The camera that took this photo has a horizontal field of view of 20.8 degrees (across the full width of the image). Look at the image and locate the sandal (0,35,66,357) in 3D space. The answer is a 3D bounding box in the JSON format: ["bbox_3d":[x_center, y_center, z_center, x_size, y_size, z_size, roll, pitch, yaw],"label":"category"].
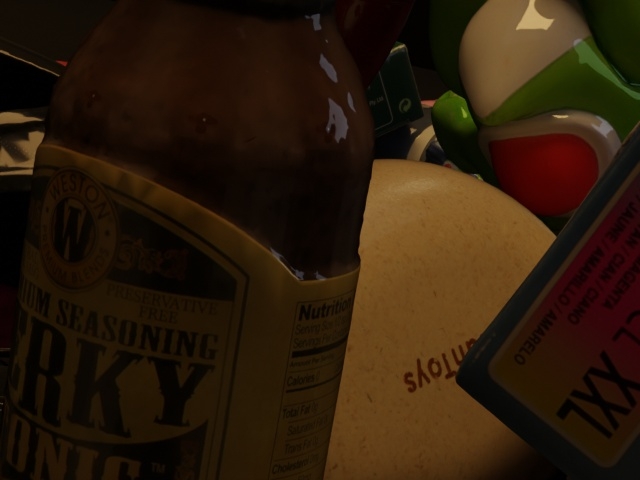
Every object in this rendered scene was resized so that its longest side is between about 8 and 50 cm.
[{"bbox_3d":[-0.138,-0.002,0.907,0.446,0.167,0.107,18,24,0],"label":"sandal"}]

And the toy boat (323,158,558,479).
[{"bbox_3d":[0.000,0.000,0.817,0.267,0.318,0.148,-13,-4,-43],"label":"toy boat"}]

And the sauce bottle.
[{"bbox_3d":[-0.043,0.011,0.562,0.111,0.344,0.111,8,11,-2],"label":"sauce bottle"}]

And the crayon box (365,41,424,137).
[{"bbox_3d":[-0.063,-0.156,1.788,0.203,0.083,0.323,-26,24,-18],"label":"crayon box"}]

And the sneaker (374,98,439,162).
[{"bbox_3d":[0.105,-0.112,1.862,0.131,0.112,0.319,15,12,18],"label":"sneaker"}]

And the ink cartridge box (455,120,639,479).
[{"bbox_3d":[0.279,0.103,0.677,0.395,0.151,0.270,38,19,15],"label":"ink cartridge box"}]

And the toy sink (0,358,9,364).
[{"bbox_3d":[-0.097,-0.009,1.087,0.234,0.152,0.131,4,14,-35],"label":"toy sink"}]

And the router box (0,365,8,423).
[{"bbox_3d":[-0.202,0.088,0.784,0.179,0.046,0.133,8,11,-14],"label":"router box"}]

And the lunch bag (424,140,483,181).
[{"bbox_3d":[0.175,0.007,1.297,0.176,0.090,0.219,7,28,-39],"label":"lunch bag"}]

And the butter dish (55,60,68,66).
[{"bbox_3d":[-0.237,-0.040,1.196,0.160,0.160,0.118,3,-10,-30],"label":"butter dish"}]

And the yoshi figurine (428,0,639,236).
[{"bbox_3d":[0.169,-0.053,0.998,0.203,0.362,0.203,-15,13,-9],"label":"yoshi figurine"}]

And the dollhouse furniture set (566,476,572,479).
[{"bbox_3d":[0.339,0.088,0.893,0.374,0.201,0.152,8,13,-15],"label":"dollhouse furniture set"}]

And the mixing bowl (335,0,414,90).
[{"bbox_3d":[-0.037,-0.118,1.043,0.181,0.098,0.181,10,11,-2],"label":"mixing bowl"}]
